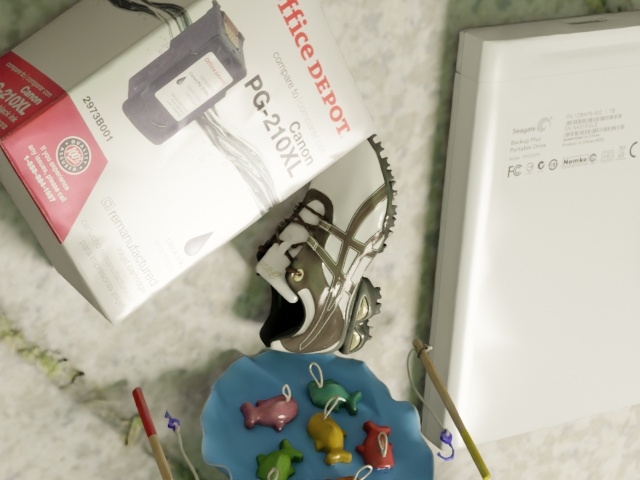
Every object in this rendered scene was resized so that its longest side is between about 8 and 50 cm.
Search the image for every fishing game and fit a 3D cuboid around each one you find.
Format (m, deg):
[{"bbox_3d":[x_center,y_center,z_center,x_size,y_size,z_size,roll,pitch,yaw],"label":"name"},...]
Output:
[{"bbox_3d":[0.000,0.150,1.365,0.264,0.189,0.041,-4,142,-25],"label":"fishing game"}]

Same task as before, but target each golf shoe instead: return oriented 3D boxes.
[{"bbox_3d":[0.000,0.000,1.362,0.094,0.077,0.198,-9,115,-30],"label":"golf shoe"}]

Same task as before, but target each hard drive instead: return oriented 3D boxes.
[{"bbox_3d":[0.201,-0.011,1.510,0.233,0.047,0.353,-10,116,-30],"label":"hard drive"}]

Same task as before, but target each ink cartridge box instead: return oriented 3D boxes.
[{"bbox_3d":[-0.102,-0.087,1.237,0.237,0.100,0.172,-37,127,-14],"label":"ink cartridge box"}]
